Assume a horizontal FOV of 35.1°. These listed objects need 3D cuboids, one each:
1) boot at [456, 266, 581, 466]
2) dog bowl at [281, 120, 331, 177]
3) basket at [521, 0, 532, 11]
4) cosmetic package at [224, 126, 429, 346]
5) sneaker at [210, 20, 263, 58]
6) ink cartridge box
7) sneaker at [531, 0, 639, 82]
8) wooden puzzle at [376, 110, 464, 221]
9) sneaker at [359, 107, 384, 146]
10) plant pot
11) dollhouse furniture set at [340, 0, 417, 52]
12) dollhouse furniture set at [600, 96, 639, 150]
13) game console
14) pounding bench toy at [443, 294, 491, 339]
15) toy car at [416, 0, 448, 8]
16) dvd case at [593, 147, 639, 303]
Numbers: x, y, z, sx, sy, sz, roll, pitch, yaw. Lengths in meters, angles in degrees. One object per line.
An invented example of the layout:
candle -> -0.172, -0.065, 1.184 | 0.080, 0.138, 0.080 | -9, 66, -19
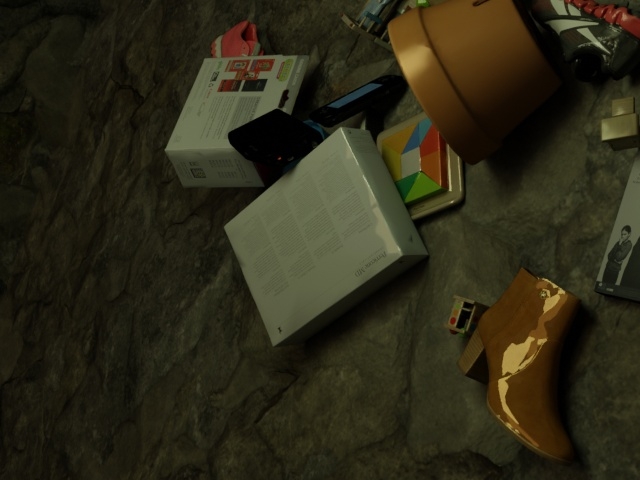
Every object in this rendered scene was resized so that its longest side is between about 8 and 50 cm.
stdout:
boot -> 0.334, 0.178, 1.532 | 0.211, 0.104, 0.295 | -57, 35, 14
dog bowl -> -0.039, -0.108, 2.190 | 0.166, 0.074, 0.297 | 5, 78, 54
basket -> 0.366, -0.561, 1.811 | 0.154, 0.204, 0.226 | -11, 50, 11
cosmetic package -> 0.000, 0.000, 1.987 | 0.377, 0.097, 0.284 | -37, 65, 35
sneaker -> -0.200, -0.434, 2.531 | 0.136, 0.116, 0.313 | -39, 45, 33
ink cartridge box -> -0.165, -0.271, 2.278 | 0.272, 0.130, 0.309 | 1, 50, 20
sneaker -> 0.429, -0.337, 1.668 | 0.135, 0.098, 0.276 | -61, 38, 8
wooden puzzle -> 0.182, -0.147, 1.944 | 0.221, 0.044, 0.238 | -23, 55, 46
sneaker -> 0.085, -0.198, 2.085 | 0.075, 0.057, 0.161 | -16, 63, 42
plant pot -> 0.277, -0.301, 1.723 | 0.203, 0.291, 0.290 | -29, 49, 21
dollhouse furniture set -> 0.153, -0.449, 2.060 | 0.129, 0.129, 0.183 | -55, 38, 19
dollhouse furniture set -> 0.491, -0.245, 1.499 | 0.161, 0.101, 0.181 | -9, 65, 31
game console -> -0.001, -0.257, 2.061 | 0.361, 0.044, 0.213 | -28, 29, -15
pounding bench toy -> 0.258, 0.136, 1.695 | 0.083, 0.052, 0.065 | 15, 86, 54
toy car -> 0.236, -0.434, 1.850 | 0.155, 0.188, 0.148 | 5, 74, 19
dvd case -> 0.507, -0.020, 1.467 | 0.179, 0.030, 0.238 | 14, 83, 54
